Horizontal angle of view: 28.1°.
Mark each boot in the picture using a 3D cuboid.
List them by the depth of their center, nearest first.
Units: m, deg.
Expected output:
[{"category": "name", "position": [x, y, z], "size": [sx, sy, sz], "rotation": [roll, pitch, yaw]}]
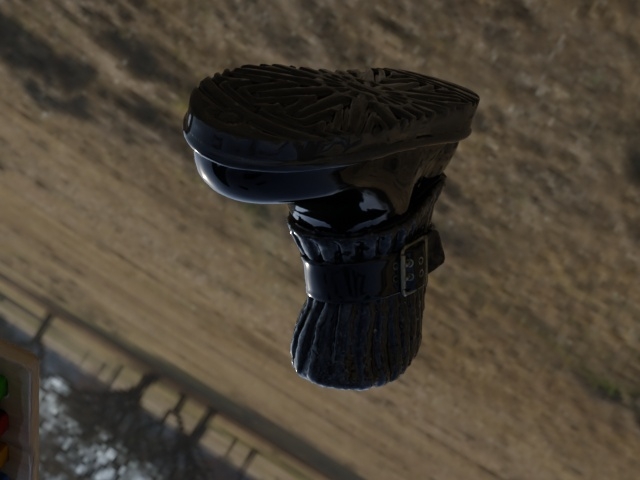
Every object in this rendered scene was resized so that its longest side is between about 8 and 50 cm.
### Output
[{"category": "boot", "position": [0.004, 0.002, 1.031], "size": [0.131, 0.260, 0.348], "rotation": [27, -158, 31]}]

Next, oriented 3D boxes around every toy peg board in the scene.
[{"category": "toy peg board", "position": [-0.291, 0.133, 0.910], "size": [0.161, 0.079, 0.161], "rotation": [21, 129, 13]}]
